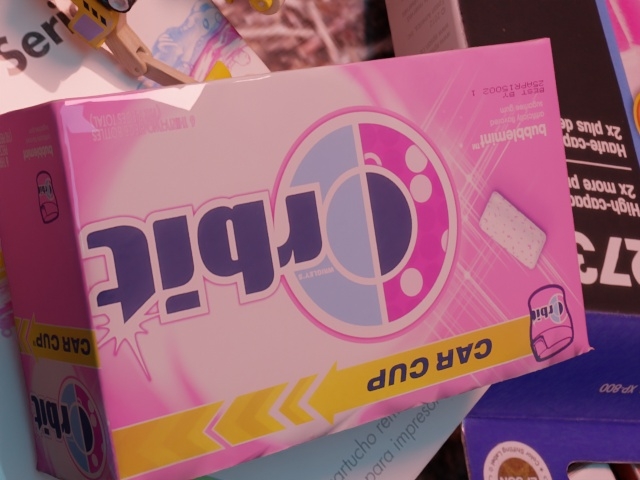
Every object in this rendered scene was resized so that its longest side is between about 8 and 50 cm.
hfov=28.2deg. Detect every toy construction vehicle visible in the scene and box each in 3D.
[{"bbox_3d":[-0.059,-0.099,0.434,0.098,0.035,0.086,39,46,-18],"label":"toy construction vehicle"}]

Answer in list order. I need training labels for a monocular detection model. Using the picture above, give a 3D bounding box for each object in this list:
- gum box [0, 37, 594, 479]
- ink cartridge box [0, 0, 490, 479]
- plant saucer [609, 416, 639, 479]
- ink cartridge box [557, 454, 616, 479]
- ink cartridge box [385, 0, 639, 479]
[{"bbox_3d":[0.000,0.000,0.403,0.188,0.062,0.107,-12,97,-33],"label":"gum box"},{"bbox_3d":[-0.125,-0.013,0.456,0.353,0.119,0.207,49,58,-8],"label":"ink cartridge box"},{"bbox_3d":[0.261,0.143,0.643,0.259,0.048,0.258,-12,70,-34],"label":"plant saucer"},{"bbox_3d":[0.121,0.277,0.542,0.165,0.065,0.332,-23,86,-33],"label":"ink cartridge box"},{"bbox_3d":[0.129,-0.041,0.605,0.176,0.069,0.370,6,64,-27],"label":"ink cartridge box"}]
